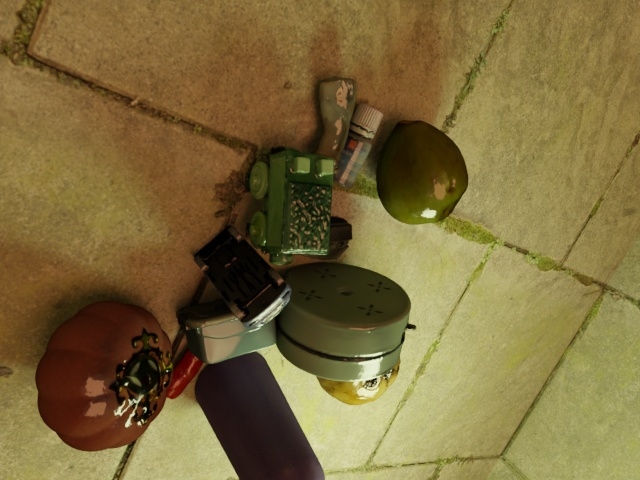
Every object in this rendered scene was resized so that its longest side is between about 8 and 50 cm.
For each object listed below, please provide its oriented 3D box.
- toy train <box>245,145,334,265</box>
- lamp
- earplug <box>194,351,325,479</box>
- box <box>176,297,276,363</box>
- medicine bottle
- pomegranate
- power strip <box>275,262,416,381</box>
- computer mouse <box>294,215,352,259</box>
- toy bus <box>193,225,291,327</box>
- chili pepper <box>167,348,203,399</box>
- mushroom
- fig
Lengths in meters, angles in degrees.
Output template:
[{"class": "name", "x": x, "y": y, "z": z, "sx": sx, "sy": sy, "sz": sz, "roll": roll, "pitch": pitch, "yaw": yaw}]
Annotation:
[{"class": "toy train", "x": -0.067, "y": -0.078, "z": 1.156, "sx": 0.159, "sy": 0.188, "sz": 0.272, "roll": 4, "pitch": 89, "yaw": -35}, {"class": "lamp", "x": -0.456, "y": 0.278, "z": 1.079, "sx": 0.239, "sy": 0.305, "sz": 0.305, "roll": -4, "pitch": 130, "yaw": 19}, {"class": "earplug", "x": -0.143, "y": 0.488, "z": 1.270, "sx": 0.215, "sy": 0.456, "sz": 0.215, "roll": -15, "pitch": 124, "yaw": -24}, {"class": "box", "x": -0.218, "y": 0.199, "z": 1.237, "sx": 0.226, "sy": 0.162, "sz": 0.130, "roll": -10, "pitch": 99, "yaw": -30}, {"class": "medicine bottle", "x": 0.082, "y": -0.232, "z": 1.266, "sx": 0.083, "sy": 0.083, "sz": 0.203, "roll": 19, "pitch": 103, "yaw": -40}, {"class": "pomegranate", "x": 0.105, "y": 0.349, "z": 1.504, "sx": 0.260, "sy": 0.260, "sz": 0.261, "roll": -16, "pitch": 123, "yaw": -27}, {"class": "power strip", "x": 0.063, "y": 0.200, "z": 1.313, "sx": 0.357, "sy": 0.357, "sz": 0.162, "roll": -6, "pitch": 116, "yaw": -32}, {"class": "computer mouse", "x": 0.002, "y": -0.001, "z": 1.348, "sx": 0.231, "sy": 0.071, "sz": 0.126, "roll": 10, "pitch": 109, "yaw": -38}, {"class": "toy bus", "x": -0.163, "y": 0.091, "z": 1.141, "sx": 0.125, "sy": 0.292, "sz": 0.133, "roll": -41, "pitch": 134, "yaw": -8}, {"class": "chili pepper", "x": -0.343, "y": 0.322, "z": 1.303, "sx": 0.272, "sy": 0.063, "sz": 0.071, "roll": -54, "pitch": 144, "yaw": -1}, {"class": "mushroom", "x": 0.030, "y": -0.265, "z": 1.201, "sx": 0.092, "sy": 0.081, "sz": 0.223, "roll": -26, "pitch": 129, "yaw": -62}, {"class": "fig", "x": 0.251, "y": -0.179, "z": 1.320, "sx": 0.239, "sy": 0.239, "sz": 0.271, "roll": -32, "pitch": 115, "yaw": -16}]
